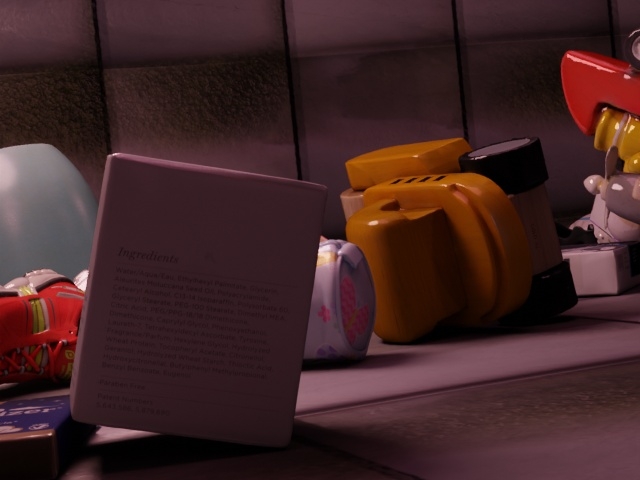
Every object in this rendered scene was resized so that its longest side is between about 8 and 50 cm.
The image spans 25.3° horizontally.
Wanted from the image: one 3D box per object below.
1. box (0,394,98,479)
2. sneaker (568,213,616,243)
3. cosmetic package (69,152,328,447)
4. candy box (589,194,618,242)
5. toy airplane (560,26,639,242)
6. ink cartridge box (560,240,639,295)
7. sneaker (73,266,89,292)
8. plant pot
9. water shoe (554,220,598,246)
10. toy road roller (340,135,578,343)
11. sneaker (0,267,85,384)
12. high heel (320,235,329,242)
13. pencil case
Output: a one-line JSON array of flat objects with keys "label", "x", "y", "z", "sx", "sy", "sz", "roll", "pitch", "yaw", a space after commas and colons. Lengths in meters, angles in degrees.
[{"label": "box", "x": -0.242, "y": 0.143, "z": 1.041, "sx": 0.136, "sy": 0.037, "sz": 0.225, "roll": -6, "pitch": 1, "yaw": -1}, {"label": "sneaker", "x": 0.471, "y": 0.003, "z": 2.343, "sx": 0.092, "sy": 0.087, "sz": 0.228, "roll": -26, "pitch": 6, "yaw": -5}, {"label": "cosmetic package", "x": -0.091, "y": 0.039, "z": 1.019, "sx": 0.151, "sy": 0.184, "sz": 0.151, "roll": 9, "pitch": 1, "yaw": -10}, {"label": "candy box", "x": 0.543, "y": -0.032, "z": 2.185, "sx": 0.196, "sy": 0.070, "sz": 0.165, "roll": -7, "pitch": 32, "yaw": -27}, {"label": "toy airplane", "x": 0.513, "y": -0.087, "z": 1.961, "sx": 0.386, "sy": 0.272, "sz": 0.384, "roll": 24, "pitch": 27, "yaw": -26}, {"label": "ink cartridge box", "x": 0.253, "y": 0.045, "z": 1.919, "sx": 0.332, "sy": 0.065, "sz": 0.165, "roll": -6, "pitch": 3, "yaw": 24}, {"label": "sneaker", "x": -0.172, "y": 0.079, "z": 1.627, "sx": 0.297, "sy": 0.111, "sz": 0.129, "roll": -18, "pitch": 32, "yaw": -27}, {"label": "plant pot", "x": -0.426, "y": 0.001, "z": 1.965, "sx": 0.293, "sy": 0.235, "sz": 0.293, "roll": -14, "pitch": -3, "yaw": -1}, {"label": "water shoe", "x": 0.371, "y": 0.009, "z": 2.273, "sx": 0.073, "sy": 0.080, "sz": 0.203, "roll": -7, "pitch": 2, "yaw": -35}, {"label": "toy road roller", "x": 0.108, "y": 0.008, "z": 1.610, "sx": 0.240, "sy": 0.203, "sz": 0.329, "roll": -21, "pitch": 11, "yaw": -34}, {"label": "sneaker", "x": -0.291, "y": 0.102, "z": 1.426, "sx": 0.118, "sy": 0.107, "sz": 0.279, "roll": 28, "pitch": 23, "yaw": 11}, {"label": "high heel", "x": 0.000, "y": 0.000, "z": 2.159, "sx": 0.377, "sy": 0.181, "sz": 0.127, "roll": -5, "pitch": 3, "yaw": 30}, {"label": "pencil case", "x": -0.080, "y": 0.067, "z": 1.436, "sx": 0.273, "sy": 0.124, "sz": 0.113, "roll": -4, "pitch": 3, "yaw": 22}]
